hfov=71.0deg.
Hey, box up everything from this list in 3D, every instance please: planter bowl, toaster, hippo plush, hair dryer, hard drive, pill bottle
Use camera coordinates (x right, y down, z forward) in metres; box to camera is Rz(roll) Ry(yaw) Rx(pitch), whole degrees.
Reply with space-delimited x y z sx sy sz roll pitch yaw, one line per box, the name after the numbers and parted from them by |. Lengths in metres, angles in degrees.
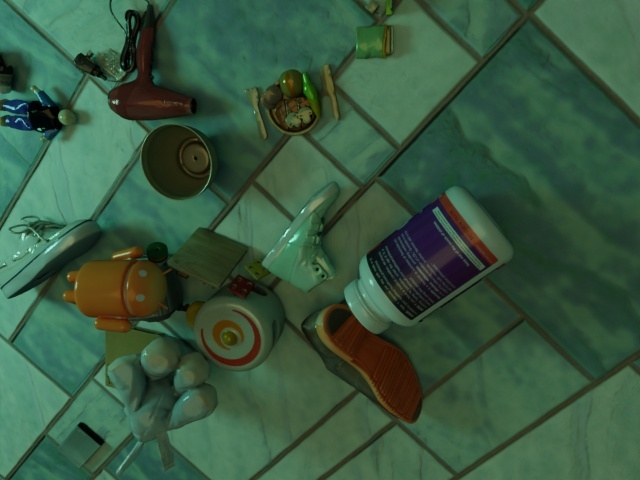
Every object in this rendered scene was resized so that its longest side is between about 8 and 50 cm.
-0.292 -0.176 0.988 0.162 0.109 0.162 3 107 11 | planter bowl
-0.437 0.115 1.094 0.227 0.129 0.146 -4 103 12 | toaster
-0.355 0.355 1.094 0.234 0.236 0.294 -5 95 -3 | hippo plush
-0.388 -0.368 0.968 0.293 0.080 0.223 44 109 -4 | hair dryer
-0.724 0.618 1.354 0.094 0.022 0.135 43 109 -2 | hard drive
0.207 0.050 0.912 0.323 0.181 0.181 -39 95 19 | pill bottle

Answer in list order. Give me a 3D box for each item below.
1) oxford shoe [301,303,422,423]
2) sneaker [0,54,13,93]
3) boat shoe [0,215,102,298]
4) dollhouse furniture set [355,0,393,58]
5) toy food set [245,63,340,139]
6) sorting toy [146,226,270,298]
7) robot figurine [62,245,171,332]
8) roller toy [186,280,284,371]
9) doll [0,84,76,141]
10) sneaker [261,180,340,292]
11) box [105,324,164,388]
0.103 0.292 1.058 0.364 0.130 0.132 49 142 -12 | oxford shoe
-0.789 -0.423 1.045 0.170 0.063 0.075 39 110 -6 | sneaker
-0.707 0.005 1.126 0.367 0.136 0.156 -28 96 28 | boat shoe
0.102 -0.429 0.859 0.076 0.058 0.152 2 106 12 | dollhouse furniture set
-0.061 -0.287 0.944 0.192 0.038 0.132 -12 103 15 | toy food set
-0.252 0.051 1.042 0.274 0.132 0.046 23 136 7 | sorting toy
-0.429 0.101 0.964 0.219 0.158 0.128 0 122 5 | robot figurine
-0.192 0.199 1.056 0.191 0.146 0.209 -32 97 18 | roller toy
-0.670 -0.300 1.063 0.189 0.046 0.129 8 108 10 | doll
0.000 0.000 0.990 0.151 0.094 0.256 37 111 -3 | sneaker
-0.509 0.326 1.225 0.164 0.021 0.201 11 107 8 | box
